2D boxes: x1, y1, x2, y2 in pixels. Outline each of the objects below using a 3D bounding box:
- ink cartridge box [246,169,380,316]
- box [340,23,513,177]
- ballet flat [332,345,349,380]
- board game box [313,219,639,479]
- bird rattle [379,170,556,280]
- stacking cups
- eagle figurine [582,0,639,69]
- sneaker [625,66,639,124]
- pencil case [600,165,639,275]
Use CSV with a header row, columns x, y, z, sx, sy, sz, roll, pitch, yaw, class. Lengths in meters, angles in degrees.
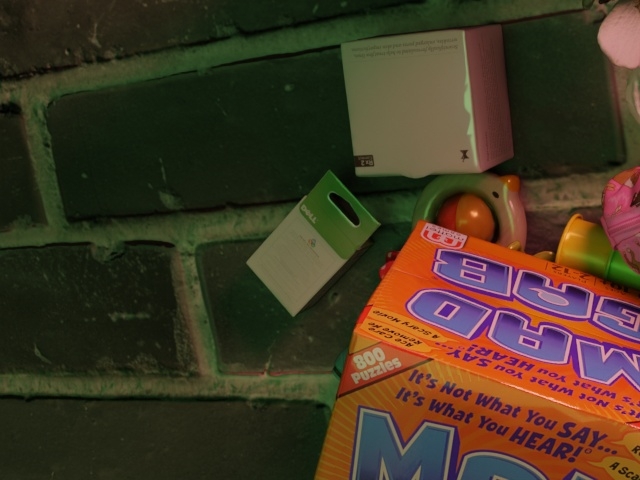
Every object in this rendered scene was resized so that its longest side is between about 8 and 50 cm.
x,y,z,sx,sy,sz,roll,pitch,yaw,class
0.000,0.000,1.836,0.109,0.062,0.209,49,121,11,ink cartridge box
0.139,-0.180,1.672,0.181,0.119,0.182,0,103,30,box
0.125,0.233,1.817,0.247,0.083,0.087,45,107,11,ballet flat
0.201,0.241,1.468,0.356,0.356,0.356,18,113,9,board game box
0.193,0.007,1.717,0.253,0.143,0.207,2,93,44,bird rattle
0.444,0.051,1.565,0.316,0.096,0.096,17,111,26,stacking cups
0.351,-0.333,1.334,0.225,0.226,0.298,33,165,-13,eagle figurine
0.486,-0.238,1.450,0.126,0.127,0.321,54,131,11,sneaker
0.451,-0.077,1.380,0.167,0.160,0.386,25,155,-7,pencil case
